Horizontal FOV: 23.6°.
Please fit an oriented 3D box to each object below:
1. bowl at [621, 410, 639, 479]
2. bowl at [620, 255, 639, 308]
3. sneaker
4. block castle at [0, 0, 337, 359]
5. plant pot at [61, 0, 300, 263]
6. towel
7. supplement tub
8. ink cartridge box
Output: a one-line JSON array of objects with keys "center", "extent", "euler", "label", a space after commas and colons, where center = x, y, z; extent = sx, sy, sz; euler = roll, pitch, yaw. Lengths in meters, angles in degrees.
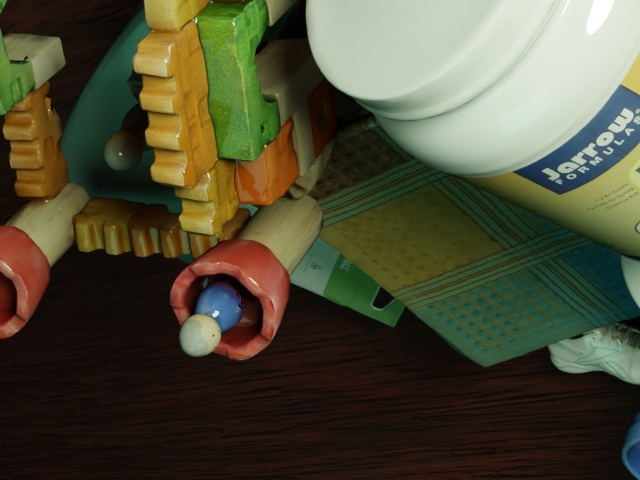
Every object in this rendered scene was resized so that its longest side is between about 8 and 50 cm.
[{"center": [0.483, 0.212, 1.431], "extent": [0.391, 0.077, 0.391], "euler": [16, 161, 5], "label": "bowl"}, {"center": [0.393, -0.006, 1.193], "extent": [0.298, 0.134, 0.298], "euler": [17, 147, 11], "label": "bowl"}, {"center": [0.287, 0.103, 1.502], "extent": [0.152, 0.053, 0.061], "euler": [2, 139, 33], "label": "sneaker"}, {"center": [-0.171, -0.134, 1.121], "extent": [0.303, 0.213, 0.453], "euler": [4, 120, 20], "label": "block castle"}, {"center": [-0.117, -0.133, 1.336], "extent": [0.166, 0.165, 0.234], "euler": [26, 139, -3], "label": "plant pot"}, {"center": [0.148, -0.016, 1.318], "extent": [0.271, 0.040, 0.370], "euler": [-21, 138, 32], "label": "towel"}, {"center": [0.169, -0.128, 0.998], "extent": [0.316, 0.228, 0.228], "euler": [21, 156, -39], "label": "supplement tub"}, {"center": [0.000, 0.000, 1.536], "extent": [0.209, 0.062, 0.109], "euler": [24, 148, 1], "label": "ink cartridge box"}]
